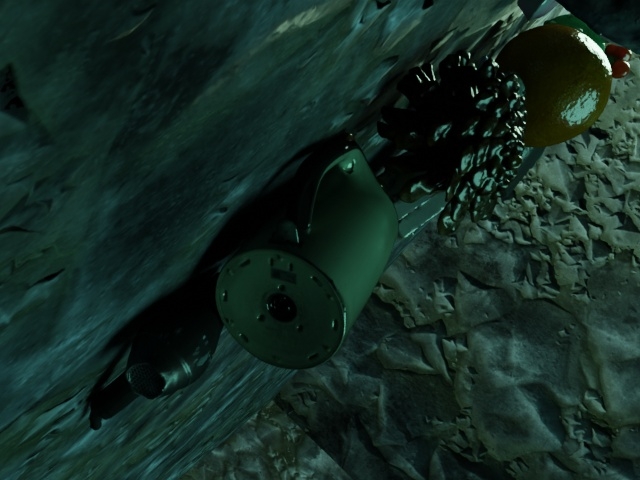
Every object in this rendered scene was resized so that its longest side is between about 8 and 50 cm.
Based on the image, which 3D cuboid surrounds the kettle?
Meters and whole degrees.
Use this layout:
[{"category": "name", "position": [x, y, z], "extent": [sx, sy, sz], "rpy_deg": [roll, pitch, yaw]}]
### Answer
[{"category": "kettle", "position": [0.000, 0.000, 1.254], "extent": [0.255, 0.165, 0.240], "rpy_deg": [-49, 147, -53]}]

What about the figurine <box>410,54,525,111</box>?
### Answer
[{"category": "figurine", "position": [0.222, -0.199, 1.544], "extent": [0.184, 0.128, 0.208], "rpy_deg": [-26, -169, 16]}]

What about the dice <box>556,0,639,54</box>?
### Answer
[{"category": "dice", "position": [0.273, -0.279, 0.854], "extent": [0.183, 0.181, 0.182], "rpy_deg": [-53, 171, 29]}]

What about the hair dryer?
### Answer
[{"category": "hair dryer", "position": [-0.218, 0.153, 1.265], "extent": [0.271, 0.091, 0.235], "rpy_deg": [-37, -172, 31]}]

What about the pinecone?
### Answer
[{"category": "pinecone", "position": [0.175, -0.136, 1.342], "extent": [0.229, 0.201, 0.202], "rpy_deg": [-46, 168, -30]}]

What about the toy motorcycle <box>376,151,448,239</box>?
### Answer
[{"category": "toy motorcycle", "position": [0.148, -0.086, 1.687], "extent": [0.340, 0.108, 0.223], "rpy_deg": [-36, -163, 2]}]

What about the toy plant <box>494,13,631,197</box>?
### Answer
[{"category": "toy plant", "position": [0.385, -0.275, 1.847], "extent": [0.400, 0.185, 0.279], "rpy_deg": [-53, -173, -9]}]

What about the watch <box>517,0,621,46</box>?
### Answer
[{"category": "watch", "position": [0.462, -0.392, 1.522], "extent": [0.248, 0.217, 0.211], "rpy_deg": [-46, 172, -10]}]

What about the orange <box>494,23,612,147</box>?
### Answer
[{"category": "orange", "position": [0.364, -0.247, 1.641], "extent": [0.206, 0.206, 0.206], "rpy_deg": [-46, 172, -8]}]
